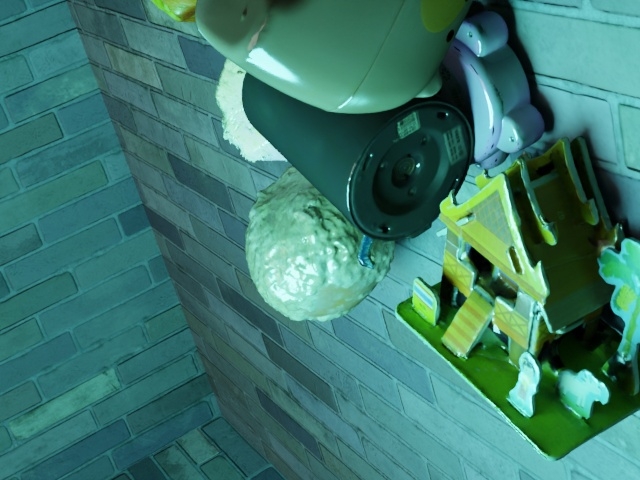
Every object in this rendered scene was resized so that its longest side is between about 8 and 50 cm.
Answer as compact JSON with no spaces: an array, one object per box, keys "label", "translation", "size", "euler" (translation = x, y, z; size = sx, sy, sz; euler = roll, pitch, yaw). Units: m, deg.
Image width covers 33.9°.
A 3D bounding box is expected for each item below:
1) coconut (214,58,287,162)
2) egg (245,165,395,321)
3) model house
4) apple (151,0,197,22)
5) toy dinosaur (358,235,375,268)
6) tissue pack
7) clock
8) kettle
[{"label":"coconut","translation":[-0.052,-0.245,1.771],"size":[0.233,0.245,0.233],"euler":[7,107,23]},{"label":"egg","translation":[0.000,0.000,1.827],"size":[0.279,0.310,0.279],"euler":[13,138,12]},{"label":"model house","translation":[0.286,0.048,1.334],"size":[0.358,0.242,0.313],"euler":[47,151,39]},{"label":"apple","translation":[-0.149,-0.488,1.536],"size":[0.339,0.339,0.340],"euler":[49,155,32]},{"label":"toy dinosaur","translation":[0.098,-0.139,1.673],"size":[0.076,0.147,0.363],"euler":[23,128,58]},{"label":"tissue pack","translation":[0.050,-0.348,1.225],"size":[0.267,0.276,0.387],"euler":[41,110,53]},{"label":"clock","translation":[0.193,-0.204,1.443],"size":[0.248,0.090,0.228],"euler":[-2,114,65]},{"label":"kettle","translation":[0.055,-0.149,1.479],"size":[0.262,0.203,0.308],"euler":[33,-174,-47]}]
